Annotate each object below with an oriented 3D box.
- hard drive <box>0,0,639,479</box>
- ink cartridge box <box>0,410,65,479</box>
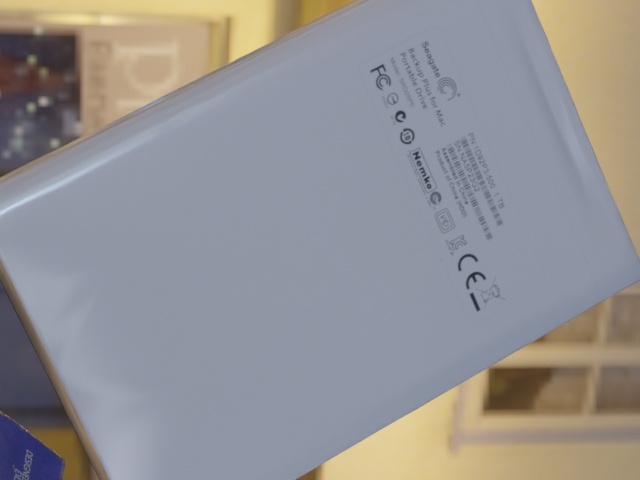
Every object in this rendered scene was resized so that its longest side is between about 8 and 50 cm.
[{"bbox_3d":[0.000,0.000,0.976,0.203,0.307,0.040,66,-17,-12],"label":"hard drive"},{"bbox_3d":[-0.361,0.196,1.608,0.307,0.072,0.304,39,-42,21],"label":"ink cartridge box"}]
